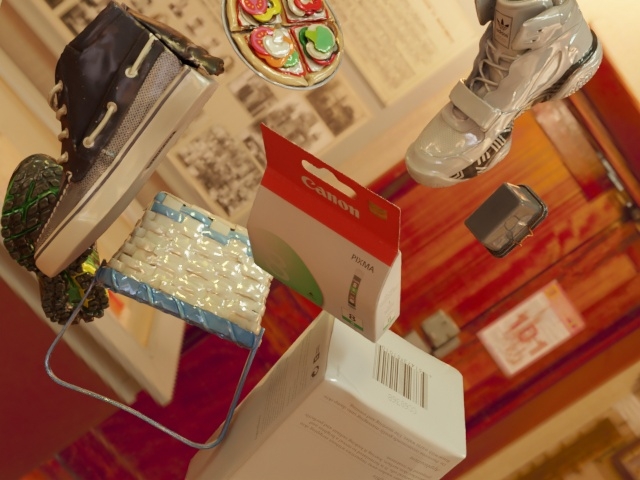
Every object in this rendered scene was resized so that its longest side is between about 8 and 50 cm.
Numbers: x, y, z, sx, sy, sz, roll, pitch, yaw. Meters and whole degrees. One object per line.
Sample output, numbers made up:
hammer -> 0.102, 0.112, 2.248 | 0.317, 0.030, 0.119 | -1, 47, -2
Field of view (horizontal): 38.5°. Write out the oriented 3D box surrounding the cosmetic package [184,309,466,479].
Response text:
cosmetic package -> -0.009, 0.286, 1.201 | 0.217, 0.385, 0.156 | 33, 33, -15

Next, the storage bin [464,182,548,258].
storage bin -> 0.328, -0.037, 1.641 | 0.091, 0.135, 0.098 | 15, 33, -55

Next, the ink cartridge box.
ink cartridge box -> 0.000, 0.000, 0.971 | 0.181, 0.056, 0.225 | 33, -22, 21

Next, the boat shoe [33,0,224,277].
boat shoe -> -0.274, -0.127, 1.105 | 0.158, 0.340, 0.127 | 40, 8, -4

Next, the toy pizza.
toy pizza -> -0.048, -0.312, 1.326 | 0.201, 0.201, 0.032 | 54, -36, -3

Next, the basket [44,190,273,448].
basket -> -0.191, 0.103, 1.223 | 0.254, 0.289, 0.201 | 28, -14, -7

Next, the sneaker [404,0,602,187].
sneaker -> 0.254, -0.251, 1.379 | 0.137, 0.365, 0.210 | 50, -2, 41

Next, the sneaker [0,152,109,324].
sneaker -> -0.422, -0.013, 1.438 | 0.344, 0.134, 0.146 | 96, -22, -51
